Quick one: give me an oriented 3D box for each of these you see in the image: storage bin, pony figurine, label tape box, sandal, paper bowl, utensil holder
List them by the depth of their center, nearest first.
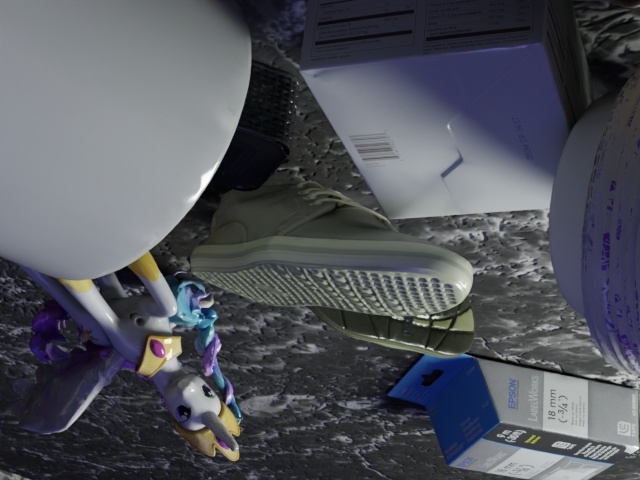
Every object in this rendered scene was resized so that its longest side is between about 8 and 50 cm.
[{"bbox_3d":[-0.290,-0.173,1.002,0.328,0.327,0.385,-16,147,38],"label":"utensil holder"},{"bbox_3d":[0.296,-0.023,1.086,0.148,0.284,0.284,9,158,35],"label":"paper bowl"},{"bbox_3d":[-0.124,-0.130,1.307,0.180,0.084,0.122,16,152,-19],"label":"storage bin"},{"bbox_3d":[-0.259,0.105,1.594,0.351,0.303,0.363,17,143,54],"label":"pony figurine"},{"bbox_3d":[0.074,0.083,1.654,0.303,0.120,0.086,27,161,-35],"label":"sandal"},{"bbox_3d":[0.290,0.282,1.995,0.334,0.106,0.240,12,152,-9],"label":"label tape box"}]

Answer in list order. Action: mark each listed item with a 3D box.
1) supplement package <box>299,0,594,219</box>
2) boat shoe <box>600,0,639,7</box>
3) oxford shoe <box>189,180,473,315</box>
[{"bbox_3d":[0.123,-0.147,1.141,0.204,0.145,0.262,-3,151,20],"label":"supplement package"},{"bbox_3d":[0.232,-0.210,0.909,0.341,0.110,0.121,6,143,26],"label":"boat shoe"},{"bbox_3d":[0.000,0.000,1.371,0.169,0.130,0.449,28,167,-29],"label":"oxford shoe"}]
